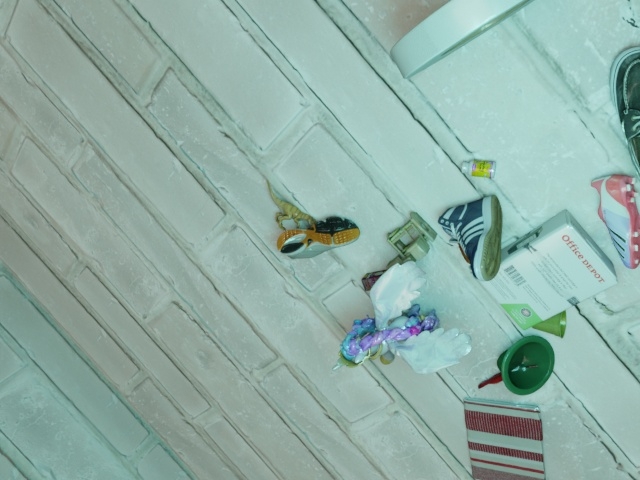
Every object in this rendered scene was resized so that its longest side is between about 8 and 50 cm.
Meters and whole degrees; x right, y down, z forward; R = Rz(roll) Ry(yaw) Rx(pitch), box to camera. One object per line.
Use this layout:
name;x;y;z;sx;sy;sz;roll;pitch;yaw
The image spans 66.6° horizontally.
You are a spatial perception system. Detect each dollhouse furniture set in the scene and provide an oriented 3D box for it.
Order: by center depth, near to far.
dollhouse furniture set;0.224;0.027;1.410;0.101;0.161;0.182;46;122;0

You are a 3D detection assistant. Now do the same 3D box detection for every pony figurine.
pony figurine;0.226;0.263;1.397;0.351;0.363;0.302;-37;70;17

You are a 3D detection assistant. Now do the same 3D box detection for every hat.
hat;0.568;0.360;1.485;0.208;0.183;0.173;-38;104;-8

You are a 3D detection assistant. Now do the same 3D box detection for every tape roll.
tape roll;0.326;-0.468;1.005;0.392;0.392;0.072;-26;101;32

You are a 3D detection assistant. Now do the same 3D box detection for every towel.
towel;0.605;0.667;1.603;0.237;0.037;0.329;-2;110;28

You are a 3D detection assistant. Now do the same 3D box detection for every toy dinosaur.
toy dinosaur;-0.111;-0.099;1.580;0.211;0.064;0.112;34;105;-3

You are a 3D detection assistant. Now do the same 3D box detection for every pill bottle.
pill bottle;0.419;-0.190;1.290;0.083;0.043;0.043;9;116;21

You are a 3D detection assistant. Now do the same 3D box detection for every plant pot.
plant pot;0.638;0.227;1.366;0.079;0.083;0.083;3;114;38

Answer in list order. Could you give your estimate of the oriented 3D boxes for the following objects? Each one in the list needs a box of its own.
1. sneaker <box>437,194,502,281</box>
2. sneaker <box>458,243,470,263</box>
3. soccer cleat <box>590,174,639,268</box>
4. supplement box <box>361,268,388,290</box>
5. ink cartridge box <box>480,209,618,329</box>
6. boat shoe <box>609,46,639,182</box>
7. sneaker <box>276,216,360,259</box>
sneaker;0.382;0.002;1.269;0.153;0.282;0.099;-12;128;35
sneaker;0.431;0.035;1.334;0.067;0.175;0.064;-30;122;-2
soccer cleat;0.735;-0.046;1.199;0.095;0.083;0.248;7;124;54
supplement box;0.180;0.125;1.539;0.083;0.055;0.043;-14;105;29
ink cartridge box;0.593;0.082;1.290;0.198;0.115;0.273;49;124;-2
boat shoe;0.729;-0.258;1.068;0.121;0.119;0.335;-17;105;30
sneaker;0.000;0.000;1.555;0.262;0.121;0.099;-10;68;10
